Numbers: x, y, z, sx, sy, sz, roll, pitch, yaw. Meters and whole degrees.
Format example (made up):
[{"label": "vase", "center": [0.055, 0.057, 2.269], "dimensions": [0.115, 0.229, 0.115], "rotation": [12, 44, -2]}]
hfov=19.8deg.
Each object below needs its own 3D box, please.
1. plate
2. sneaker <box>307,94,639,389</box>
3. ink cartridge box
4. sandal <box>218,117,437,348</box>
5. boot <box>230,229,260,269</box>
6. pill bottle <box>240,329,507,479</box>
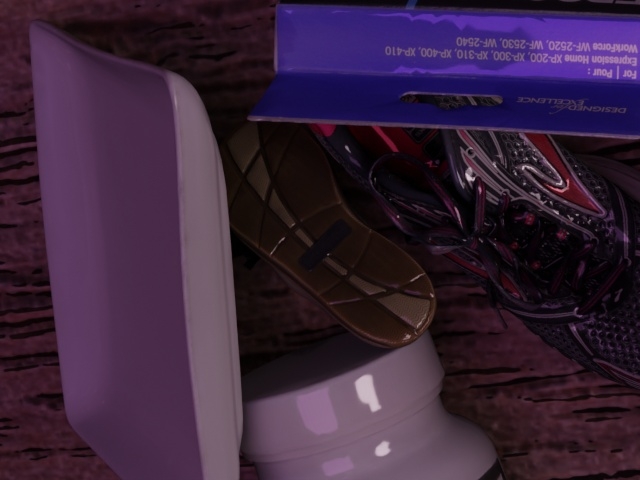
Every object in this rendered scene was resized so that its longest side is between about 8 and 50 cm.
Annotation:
[{"label": "plate", "center": [-0.107, 0.017, 1.090], "dimensions": [0.045, 0.277, 0.278], "rotation": [-10, 106, -23]}, {"label": "sneaker", "center": [0.105, -0.011, 1.044], "dimensions": [0.299, 0.112, 0.121], "rotation": [38, 114, 6]}, {"label": "ink cartridge box", "center": [0.087, -0.122, 0.966], "dimensions": [0.206, 0.208, 0.045], "rotation": [4, 123, 19]}, {"label": "sandal", "center": [0.000, 0.000, 1.070], "dimensions": [0.072, 0.049, 0.180], "rotation": [-40, 66, -8]}, {"label": "boot", "center": [-0.048, -0.039, 1.130], "dimensions": [0.099, 0.045, 0.121], "rotation": [-11, 104, 22]}, {"label": "pill bottle", "center": [0.047, 0.200, 1.096], "dimensions": [0.162, 0.162, 0.278], "rotation": [-17, 97, 24]}]
